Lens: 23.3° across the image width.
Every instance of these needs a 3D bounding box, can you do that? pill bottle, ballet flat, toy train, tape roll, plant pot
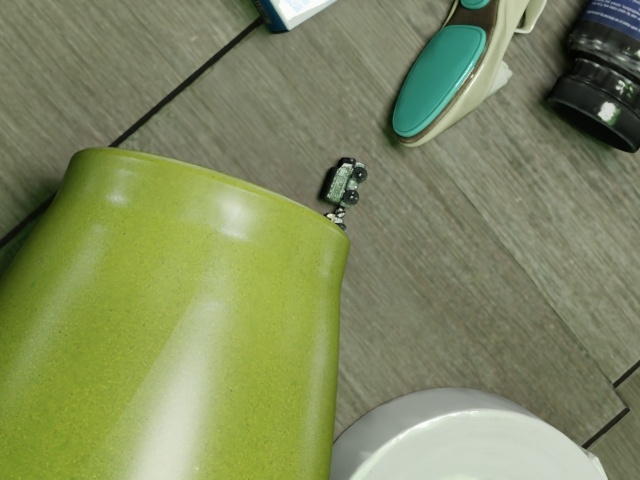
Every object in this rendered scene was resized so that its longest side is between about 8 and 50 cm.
[{"bbox_3d":[0.297,-0.194,1.380,0.123,0.123,0.219,33,89,-14],"label":"pill bottle"},{"bbox_3d":[0.149,-0.184,1.377,0.086,0.086,0.248,26,90,-14],"label":"ballet flat"},{"bbox_3d":[0.000,0.000,1.387,0.036,0.027,0.158,20,92,-10],"label":"toy train"},{"bbox_3d":[0.126,0.279,1.410,0.286,0.100,0.286,-1,96,-12],"label":"tape roll"},{"bbox_3d":[-0.138,0.125,1.231,0.366,0.366,0.353,19,81,-14],"label":"plant pot"}]

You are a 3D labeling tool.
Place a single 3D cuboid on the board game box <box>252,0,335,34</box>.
[{"bbox_3d":[0.012,-0.383,1.314,0.302,0.086,0.308,-34,102,-6],"label":"board game box"}]
